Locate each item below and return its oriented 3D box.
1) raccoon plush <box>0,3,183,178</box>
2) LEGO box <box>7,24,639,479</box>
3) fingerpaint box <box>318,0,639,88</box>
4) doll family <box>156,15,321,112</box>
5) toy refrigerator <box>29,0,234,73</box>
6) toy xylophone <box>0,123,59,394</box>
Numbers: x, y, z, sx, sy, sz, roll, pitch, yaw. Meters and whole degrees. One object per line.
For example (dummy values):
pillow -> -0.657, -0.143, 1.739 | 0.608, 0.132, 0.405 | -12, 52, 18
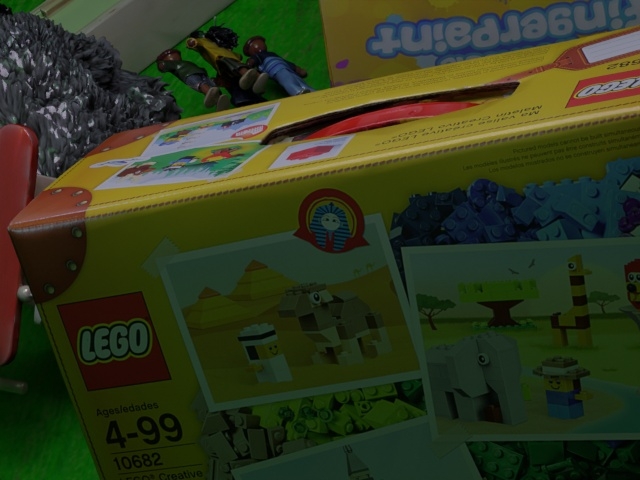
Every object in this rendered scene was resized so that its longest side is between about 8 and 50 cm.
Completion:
raccoon plush -> -0.292, -0.095, 1.743 | 0.216, 0.446, 0.299 | -54, 21, 10
LEGO box -> 0.096, 0.081, 1.320 | 0.500, 0.372, 0.193 | -10, 19, 22
fingerpaint box -> 0.220, -0.267, 1.722 | 0.445, 0.163, 0.371 | -7, 29, 4
doll family -> -0.083, -0.171, 1.941 | 0.111, 0.193, 0.076 | 40, 102, 37
toy refrigerator -> -0.199, -0.269, 2.130 | 0.269, 0.094, 0.102 | -40, 43, -21
toy xylophone -> -0.338, 0.015, 1.664 | 0.323, 0.236, 0.081 | 3, 5, 25
